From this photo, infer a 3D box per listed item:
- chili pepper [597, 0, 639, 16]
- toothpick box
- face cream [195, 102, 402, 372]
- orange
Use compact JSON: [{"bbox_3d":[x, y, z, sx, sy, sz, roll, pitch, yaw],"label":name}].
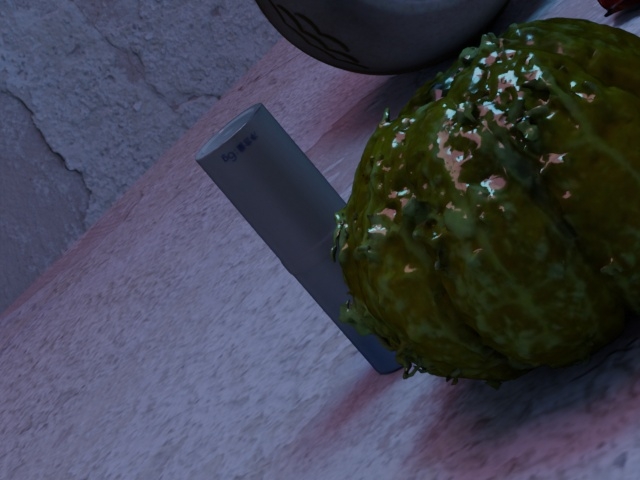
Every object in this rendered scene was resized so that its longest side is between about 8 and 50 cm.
[{"bbox_3d":[0.332,-0.395,1.627,0.136,0.252,0.144,-27,-2,-30],"label":"chili pepper"},{"bbox_3d":[0.084,-0.444,2.074,0.409,0.409,0.425,-42,9,-7],"label":"toothpick box"},{"bbox_3d":[0.000,0.000,1.242,0.077,0.250,0.077,-37,14,10],"label":"face cream"},{"bbox_3d":[0.143,-0.036,1.054,0.301,0.223,0.300,-27,14,44],"label":"orange"}]
